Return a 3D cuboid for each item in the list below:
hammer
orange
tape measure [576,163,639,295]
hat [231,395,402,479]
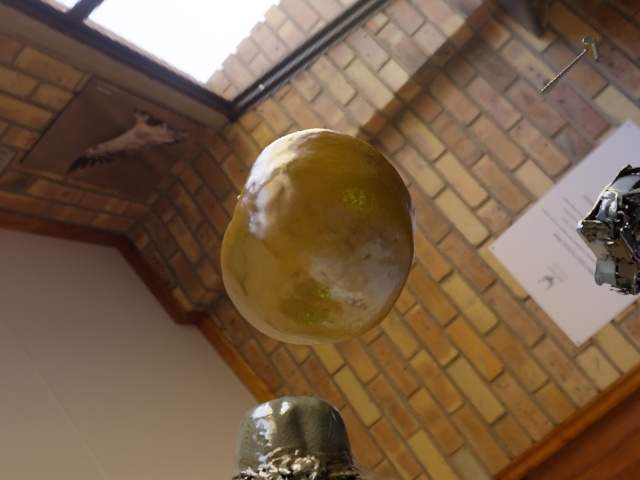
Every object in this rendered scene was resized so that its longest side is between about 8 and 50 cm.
[{"bbox_3d":[0.380,-0.262,1.042,0.019,0.110,0.035,45,179,43],"label":"hammer"},{"bbox_3d":[0.000,0.000,0.873,0.235,0.279,0.279,21,-163,-1],"label":"orange"},{"bbox_3d":[0.254,-0.008,0.546,0.054,0.094,0.091,12,137,55],"label":"tape measure"},{"bbox_3d":[-0.025,0.208,0.668,0.252,0.252,0.110,21,-123,-57],"label":"hat"}]
